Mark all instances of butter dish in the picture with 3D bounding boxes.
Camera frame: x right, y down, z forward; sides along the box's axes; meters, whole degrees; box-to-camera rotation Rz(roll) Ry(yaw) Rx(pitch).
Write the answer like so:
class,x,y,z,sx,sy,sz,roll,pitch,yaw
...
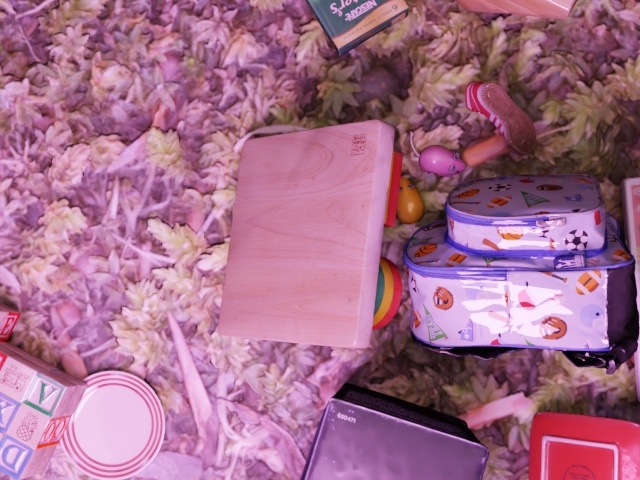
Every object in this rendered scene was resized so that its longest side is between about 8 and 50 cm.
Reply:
class,x,y,z,sx,sy,sz,roll,pitch,yaw
butter dish,0.347,0.295,1.201,0.160,0.118,0.160,-3,81,44

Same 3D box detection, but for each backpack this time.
class,x,y,z,sx,sy,sz,roll,pitch,yaw
backpack,0.228,0.034,1.151,0.263,0.276,0.213,-10,99,14

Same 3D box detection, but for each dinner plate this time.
class,x,y,z,sx,sy,sz,roll,pitch,yaw
dinner plate,-0.272,0.241,1.276,0.141,0.017,0.141,0,86,2

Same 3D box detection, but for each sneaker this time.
class,x,y,z,sx,sy,sz,roll,pitch,yaw
sneaker,0.234,-0.164,1.282,0.042,0.067,0.118,-43,115,-4

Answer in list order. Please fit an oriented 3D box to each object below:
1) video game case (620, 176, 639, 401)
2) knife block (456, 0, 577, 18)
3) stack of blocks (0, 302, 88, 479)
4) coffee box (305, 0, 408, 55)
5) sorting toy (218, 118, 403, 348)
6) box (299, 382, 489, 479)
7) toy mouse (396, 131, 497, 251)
class,x,y,z,sx,sy,sz,roll,pitch,yaw
video game case,0.493,0.056,1.227,0.204,0.025,0.285,-4,89,4
knife block,0.170,-0.379,1.193,0.242,0.275,0.088,31,87,-36
stack of blocks,-0.455,0.157,1.247,0.297,0.087,0.171,26,86,8
coffee box,0.026,-0.352,1.301,0.113,0.040,0.184,-29,84,0
sorting toy,0.000,0.000,1.187,0.089,0.257,0.255,13,80,-40
box,0.055,0.333,1.115,0.182,0.294,0.296,17,86,6
toy mouse,0.165,-0.070,1.276,0.143,0.031,0.161,-9,85,2
